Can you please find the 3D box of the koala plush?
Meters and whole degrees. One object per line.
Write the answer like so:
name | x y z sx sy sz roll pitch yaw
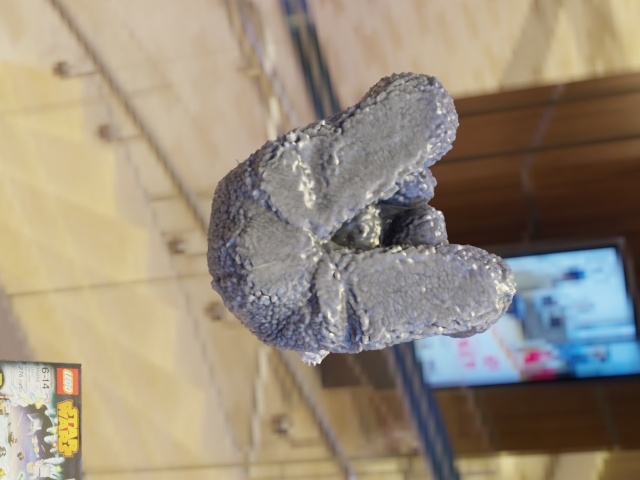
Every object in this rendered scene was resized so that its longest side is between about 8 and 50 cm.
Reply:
koala plush | 0.000 0.000 1.389 0.221 0.203 0.196 166 -94 -77

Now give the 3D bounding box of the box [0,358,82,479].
box | -0.202 0.147 1.248 0.094 0.027 0.137 6 79 -43
